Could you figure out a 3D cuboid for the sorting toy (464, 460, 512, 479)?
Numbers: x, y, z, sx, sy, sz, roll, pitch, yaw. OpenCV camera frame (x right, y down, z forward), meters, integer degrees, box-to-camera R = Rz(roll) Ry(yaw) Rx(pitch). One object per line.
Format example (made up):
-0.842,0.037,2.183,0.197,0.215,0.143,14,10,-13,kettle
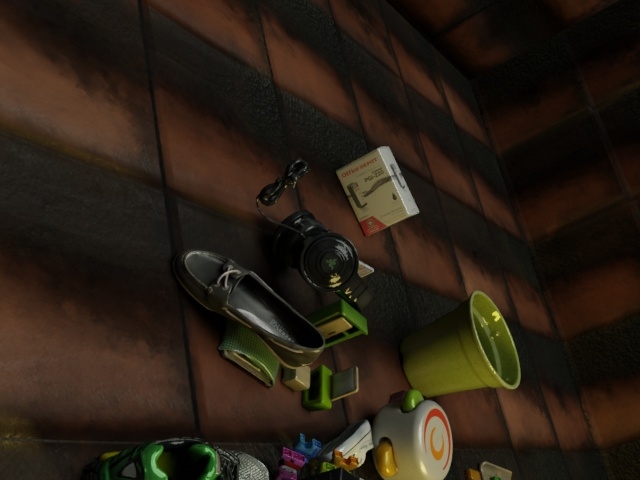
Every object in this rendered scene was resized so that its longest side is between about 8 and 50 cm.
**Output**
0.518,0.759,2.213,0.307,0.041,0.229,33,41,-46,sorting toy

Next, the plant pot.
0.368,0.310,2.098,0.276,0.254,0.276,42,34,-37,plant pot

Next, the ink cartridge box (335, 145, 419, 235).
0.165,-0.144,2.226,0.092,0.158,0.218,-18,83,-62,ink cartridge box

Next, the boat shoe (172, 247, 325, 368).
-0.128,0.117,1.465,0.335,0.095,0.112,40,53,-9,boat shoe

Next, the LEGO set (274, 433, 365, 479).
0.001,0.460,1.500,0.227,0.093,0.087,27,23,-17,LEGO set

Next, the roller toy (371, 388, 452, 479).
0.208,0.475,1.791,0.191,0.146,0.209,50,41,-37,roller toy

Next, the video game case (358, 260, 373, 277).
0.068,0.073,1.951,0.122,0.087,0.011,30,41,-48,video game case

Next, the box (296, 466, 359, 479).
0.018,0.510,1.419,0.156,0.158,0.093,46,32,-32,box

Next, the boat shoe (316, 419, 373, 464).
0.067,0.450,1.638,0.226,0.083,0.076,-14,79,-63,boat shoe

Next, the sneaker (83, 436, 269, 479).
-0.187,0.377,1.188,0.343,0.146,0.134,21,49,-54,sneaker

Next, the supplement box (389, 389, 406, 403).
0.204,0.429,1.938,0.055,0.043,0.083,54,29,-18,supplement box

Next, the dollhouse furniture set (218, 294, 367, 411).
-0.047,0.196,1.578,0.301,0.151,0.197,42,35,-36,dollhouse furniture set

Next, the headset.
0.000,0.000,1.702,0.394,0.185,0.243,48,-7,-38,headset
